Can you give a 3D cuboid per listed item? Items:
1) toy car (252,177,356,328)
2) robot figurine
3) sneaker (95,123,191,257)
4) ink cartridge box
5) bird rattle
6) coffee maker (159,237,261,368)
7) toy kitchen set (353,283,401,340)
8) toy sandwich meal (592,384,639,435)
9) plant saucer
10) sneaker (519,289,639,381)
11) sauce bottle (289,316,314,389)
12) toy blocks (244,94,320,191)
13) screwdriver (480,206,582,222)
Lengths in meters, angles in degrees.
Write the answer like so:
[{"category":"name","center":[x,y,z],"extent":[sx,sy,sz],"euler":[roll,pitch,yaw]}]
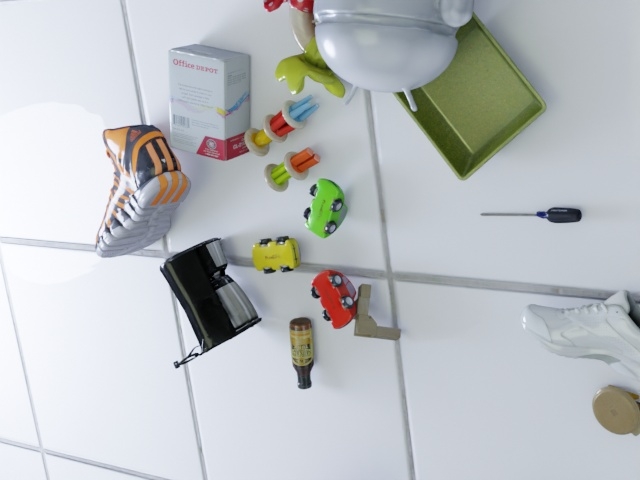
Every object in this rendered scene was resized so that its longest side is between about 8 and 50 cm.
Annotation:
[{"category":"toy car","center":[0.000,0.000,1.934],"extent":[0.239,0.053,0.225],"euler":[34,120,31]},{"category":"robot figurine","center":[0.099,-0.359,1.601],"extent":[0.300,0.199,0.354],"euler":[12,99,52]},{"category":"sneaker","center":[-0.345,-0.103,2.135],"extent":[0.321,0.124,0.180],"euler":[-43,65,45]},{"category":"ink cartridge box","center":[-0.188,-0.237,1.977],"extent":[0.127,0.072,0.175],"euler":[17,117,32]},{"category":"bird rattle","center":[0.011,-0.349,1.784],"extent":[0.206,0.143,0.254],"euler":[-11,87,28]},{"category":"coffee maker","center":[-0.215,0.105,2.068],"extent":[0.178,0.171,0.120],"euler":[60,147,4]},{"category":"toy kitchen set","center":[0.092,0.123,1.939],"extent":[0.068,0.075,0.083],"euler":[127,149,-74]},{"category":"toy sandwich meal","center":[0.444,0.250,1.721],"extent":[0.085,0.029,0.086],"euler":[17,118,36]},{"category":"plant saucer","center":[0.220,-0.215,1.697],"extent":[0.188,0.045,0.188],"euler":[53,129,8]},{"category":"sneaker","center":[0.404,0.117,1.672],"extent":[0.232,0.090,0.115],"euler":[16,110,22]},{"category":"sauce bottle","center":[-0.031,0.200,2.050],"extent":[0.042,0.042,0.128],"euler":[8,113,35]},{"category":"toy blocks","center":[-0.044,-0.163,1.910],"extent":[0.148,0.054,0.123],"euler":[-31,87,40]},{"category":"screwdriver","center":[0.309,-0.041,1.718],"extent":[0.169,0.024,0.025],"euler":[8,83,42]}]
